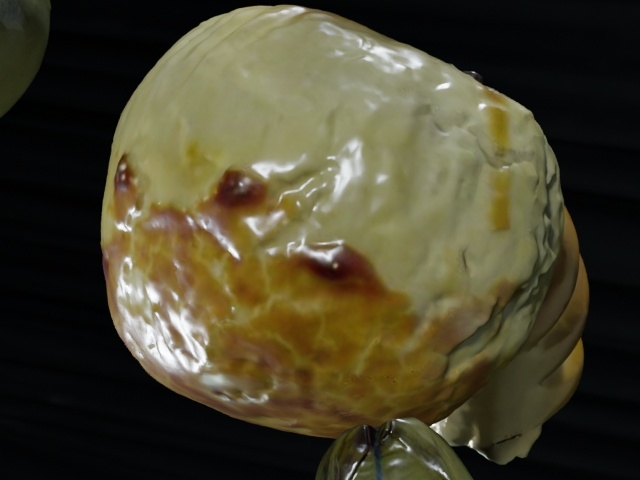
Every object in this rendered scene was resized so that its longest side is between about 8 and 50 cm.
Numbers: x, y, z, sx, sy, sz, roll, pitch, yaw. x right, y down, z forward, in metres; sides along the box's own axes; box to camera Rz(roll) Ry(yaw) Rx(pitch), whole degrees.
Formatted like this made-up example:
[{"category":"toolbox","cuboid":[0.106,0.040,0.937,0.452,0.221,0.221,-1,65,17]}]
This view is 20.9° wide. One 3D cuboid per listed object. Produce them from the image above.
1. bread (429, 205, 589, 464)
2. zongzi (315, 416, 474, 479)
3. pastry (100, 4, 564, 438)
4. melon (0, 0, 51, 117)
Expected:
[{"category":"bread","cuboid":[0.135,0.030,1.698,0.211,0.315,0.270,-21,-54,-37]},{"category":"zongzi","cuboid":[0.013,0.300,1.165,0.286,0.300,0.138,58,-179,9]},{"category":"pastry","cuboid":[0.000,0.000,1.383,0.313,0.388,0.388,-67,-16,-9]},{"category":"melon","cuboid":[-0.372,-0.204,1.499,0.308,0.271,0.272,-23,-56,-46]}]
